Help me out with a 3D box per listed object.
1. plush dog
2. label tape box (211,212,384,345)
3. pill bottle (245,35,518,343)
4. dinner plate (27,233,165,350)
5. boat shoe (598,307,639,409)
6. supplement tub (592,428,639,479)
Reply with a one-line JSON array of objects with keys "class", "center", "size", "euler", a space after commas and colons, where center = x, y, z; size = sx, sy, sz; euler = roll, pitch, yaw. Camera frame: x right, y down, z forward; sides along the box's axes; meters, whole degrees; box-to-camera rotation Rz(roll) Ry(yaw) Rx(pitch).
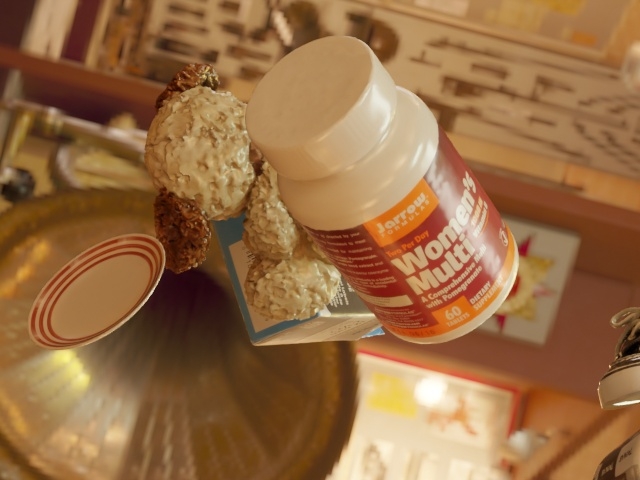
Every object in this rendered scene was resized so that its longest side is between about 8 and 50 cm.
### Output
[{"class": "plush dog", "center": [-0.070, -0.073, 1.532], "size": [0.210, 0.225, 0.263], "euler": [129, -35, -56]}, {"class": "label tape box", "center": [0.000, 0.000, 1.958], "size": [0.347, 0.115, 0.249], "euler": [2, 65, -60]}, {"class": "pill bottle", "center": [0.045, -0.033, 1.064], "size": [0.221, 0.121, 0.121], "euler": [51, 41, -40]}, {"class": "dinner plate", "center": [-0.195, 0.048, 1.327], "size": [0.017, 0.141, 0.141], "euler": [57, 31, -35]}, {"class": "boat shoe", "center": [0.379, 0.117, 1.664], "size": [0.306, 0.113, 0.105], "euler": [-6, 76, -54]}, {"class": "supplement tub", "center": [0.334, 0.242, 1.468], "size": [0.190, 0.117, 0.117], "euler": [110, -6, -67]}]
